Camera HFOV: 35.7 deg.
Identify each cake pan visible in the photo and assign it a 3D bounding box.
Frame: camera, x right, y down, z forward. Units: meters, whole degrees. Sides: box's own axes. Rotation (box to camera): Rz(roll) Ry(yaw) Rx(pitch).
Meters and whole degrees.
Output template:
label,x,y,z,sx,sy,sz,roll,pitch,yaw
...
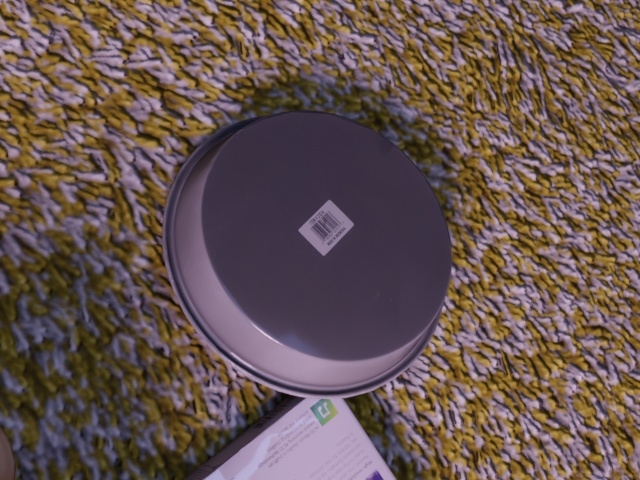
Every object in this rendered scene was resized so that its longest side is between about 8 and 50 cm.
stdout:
label,x,y,z,sx,sy,sz,roll,pitch,yaw
cake pan,0.000,0.000,0.935,0.293,0.054,0.293,9,64,-20

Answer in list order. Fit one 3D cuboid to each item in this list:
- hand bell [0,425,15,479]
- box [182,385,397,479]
label,x,y,z,sx,sy,sz,roll,pitch,yaw
hand bell,-0.268,0.169,0.706,0.126,0.242,0.126,5,77,-23
box,0.001,0.322,0.900,0.232,0.058,0.322,-35,93,-26
